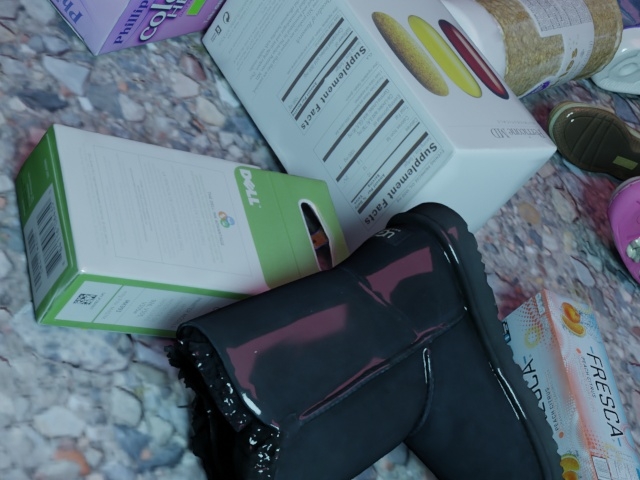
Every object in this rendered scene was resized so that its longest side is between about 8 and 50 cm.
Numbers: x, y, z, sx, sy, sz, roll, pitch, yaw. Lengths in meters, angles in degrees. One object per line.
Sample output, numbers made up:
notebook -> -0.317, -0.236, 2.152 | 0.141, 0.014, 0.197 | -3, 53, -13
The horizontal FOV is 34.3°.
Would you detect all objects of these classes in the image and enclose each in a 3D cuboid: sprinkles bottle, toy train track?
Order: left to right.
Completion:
toy train track -> 0.000, 0.000, 0.781 | 0.048, 0.014, 0.083 | 46, 34, 9
sprinkles bottle -> 0.191, -0.200, 1.056 | 0.121, 0.121, 0.355 | 53, 38, 11

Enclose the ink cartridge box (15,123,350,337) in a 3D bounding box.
ink cartridge box -> -0.081, 0.003, 0.667 | 0.209, 0.062, 0.109 | 9, 50, -37

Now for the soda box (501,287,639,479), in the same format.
soda box -> 0.190, 0.131, 0.793 | 0.058, 0.063, 0.183 | 21, 44, -28

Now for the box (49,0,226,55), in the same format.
box -> -0.139, -0.284, 0.839 | 0.213, 0.117, 0.243 | 50, 38, 8

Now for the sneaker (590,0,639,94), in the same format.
sneaker -> 0.428, -0.302, 1.359 | 0.323, 0.130, 0.236 | 2, 58, -34

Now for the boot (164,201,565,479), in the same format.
boot -> 0.031, 0.121, 0.637 | 0.207, 0.094, 0.246 | -29, 107, -29

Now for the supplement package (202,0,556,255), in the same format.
supplement package -> 0.041, -0.116, 0.818 | 0.139, 0.134, 0.244 | -7, 56, -47

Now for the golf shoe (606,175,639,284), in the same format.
golf shoe -> 0.392, -0.001, 1.080 | 0.306, 0.115, 0.140 | 26, 30, -32

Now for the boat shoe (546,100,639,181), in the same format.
boat shoe -> 0.302, -0.114, 1.135 | 0.190, 0.068, 0.072 | 22, 30, -41
